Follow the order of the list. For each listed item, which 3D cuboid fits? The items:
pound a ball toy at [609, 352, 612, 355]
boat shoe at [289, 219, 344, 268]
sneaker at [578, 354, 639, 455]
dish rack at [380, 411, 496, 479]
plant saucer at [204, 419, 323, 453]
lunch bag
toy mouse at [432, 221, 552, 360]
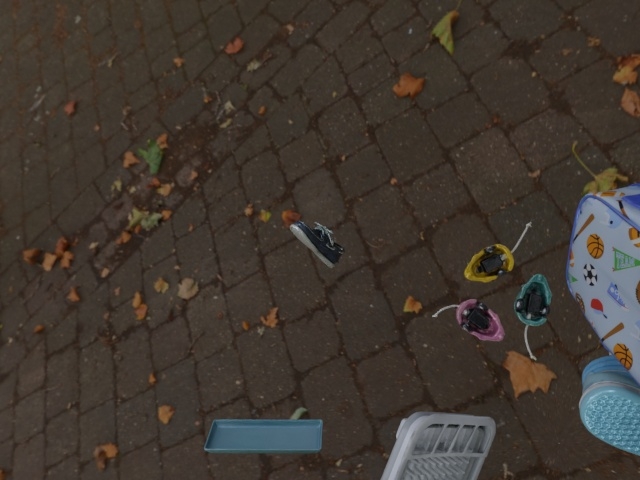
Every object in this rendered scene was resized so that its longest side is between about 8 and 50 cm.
[{"bbox_3d":[0.722,0.206,0.949,0.208,0.319,0.135,-12,62,11],"label":"pound a ball toy"},{"bbox_3d":[0.000,0.000,1.343,0.079,0.254,0.095,-47,51,-1],"label":"boat shoe"},{"bbox_3d":[0.598,0.294,0.795,0.319,0.208,0.127,27,112,15],"label":"sneaker"},{"bbox_3d":[0.211,0.496,0.973,0.072,0.286,0.332,22,92,51],"label":"dish rack"},{"bbox_3d":[-0.093,0.331,0.799,0.192,0.018,0.067,0,23,3],"label":"plant saucer"},{"bbox_3d":[0.479,0.064,0.675,0.115,0.243,0.303,-9,33,-3],"label":"lunch bag"},{"bbox_3d":[0.221,0.080,0.579,0.161,0.031,0.143,-31,88,-3],"label":"toy mouse"}]
